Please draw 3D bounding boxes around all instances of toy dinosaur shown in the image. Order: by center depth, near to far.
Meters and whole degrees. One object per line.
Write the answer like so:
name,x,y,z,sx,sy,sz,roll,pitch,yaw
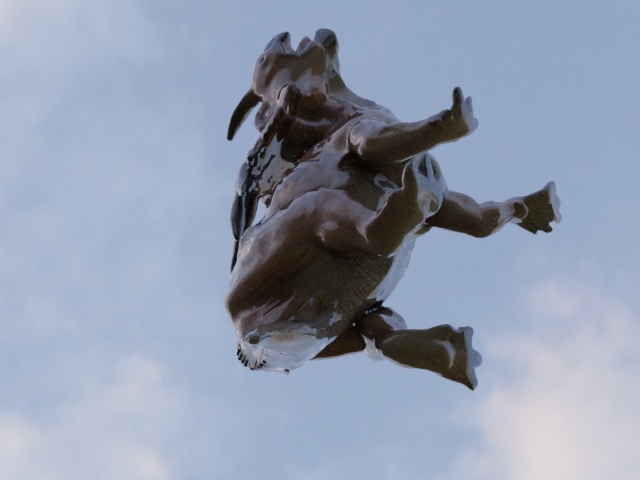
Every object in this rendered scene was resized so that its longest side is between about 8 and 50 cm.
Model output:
toy dinosaur,0.000,0.000,0.846,0.200,0.295,0.127,-8,-58,31
